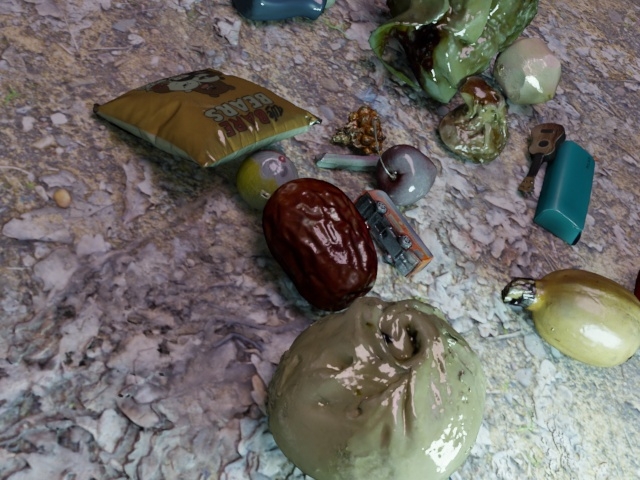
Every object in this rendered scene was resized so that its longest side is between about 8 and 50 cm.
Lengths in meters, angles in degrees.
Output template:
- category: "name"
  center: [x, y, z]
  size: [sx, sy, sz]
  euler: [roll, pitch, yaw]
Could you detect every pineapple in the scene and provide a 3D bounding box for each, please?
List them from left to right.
- category: "pineapple"
  center: [0.075, -0.233, 1.924]
  size: [0.114, 0.077, 0.114]
  euler: [-8, 90, -14]

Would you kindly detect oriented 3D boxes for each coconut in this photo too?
- category: "coconut"
  center: [0.540, -0.430, 2.305]
  size: [0.171, 0.171, 0.183]
  euler: [-3, 53, -33]

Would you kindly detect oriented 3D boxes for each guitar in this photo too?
- category: "guitar"
  center: [0.534, -0.193, 2.169]
  size: [0.084, 0.038, 0.271]
  euler: [2, 44, 30]

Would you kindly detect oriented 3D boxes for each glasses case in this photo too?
- category: "glasses case"
  center: [0.601, -0.124, 2.145]
  size: [0.117, 0.070, 0.301]
  euler: [32, 42, -5]

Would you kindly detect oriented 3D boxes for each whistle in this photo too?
- category: "whistle"
  center: [-0.095, -0.139, 1.703]
  size: [0.123, 0.123, 0.223]
  euler: [24, 31, -12]

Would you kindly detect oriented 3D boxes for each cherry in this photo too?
- category: "cherry"
  center: [0.176, -0.168, 1.857]
  size: [0.148, 0.115, 0.188]
  euler: [-11, 90, -13]

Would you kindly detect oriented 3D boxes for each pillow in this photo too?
- category: "pillow"
  center: [-0.211, -0.236, 1.671]
  size: [0.312, 0.119, 0.310]
  euler: [28, 35, 29]

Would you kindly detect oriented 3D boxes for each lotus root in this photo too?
- category: "lotus root"
  center: [0.513, 0.144, 1.797]
  size: [0.310, 0.183, 0.183]
  euler: [23, 44, -4]

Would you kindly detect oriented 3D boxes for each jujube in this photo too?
- category: "jujube"
  center: [0.000, 0.000, 1.584]
  size: [0.183, 0.183, 0.243]
  euler: [-17, 65, -40]

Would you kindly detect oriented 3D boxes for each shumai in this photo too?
- category: "shumai"
  center: [0.311, -0.505, 2.153]
  size: [0.395, 0.395, 0.348]
  euler: [26, 70, -10]
- category: "shumai"
  center: [0.382, -0.287, 2.096]
  size: [0.209, 0.153, 0.161]
  euler: [-11, 53, -35]

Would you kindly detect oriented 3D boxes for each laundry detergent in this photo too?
- category: "laundry detergent"
  center: [-0.072, -0.589, 2.110]
  size: [0.290, 0.094, 0.143]
  euler: [-12, 57, -38]

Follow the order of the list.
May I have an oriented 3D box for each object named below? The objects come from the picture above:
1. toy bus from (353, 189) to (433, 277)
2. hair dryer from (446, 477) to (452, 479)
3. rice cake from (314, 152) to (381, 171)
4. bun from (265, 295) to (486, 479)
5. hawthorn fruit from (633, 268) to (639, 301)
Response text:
- category: "toy bus"
  center: [0.144, -0.017, 1.777]
  size: [0.077, 0.065, 0.192]
  euler: [-11, 60, -50]
- category: "hair dryer"
  center: [0.131, 0.456, 1.384]
  size: [0.167, 0.067, 0.199]
  euler: [9, 64, -13]
- category: "rice cake"
  center: [0.079, -0.166, 1.884]
  size: [0.207, 0.033, 0.033]
  euler: [1, 63, -30]
- category: "bun"
  center: [0.097, 0.235, 1.383]
  size: [0.362, 0.234, 0.326]
  euler: [-14, 52, -30]
- category: "hawthorn fruit"
  center: [0.802, 0.161, 1.898]
  size: [0.265, 0.265, 0.307]
  euler: [21, 64, -15]
